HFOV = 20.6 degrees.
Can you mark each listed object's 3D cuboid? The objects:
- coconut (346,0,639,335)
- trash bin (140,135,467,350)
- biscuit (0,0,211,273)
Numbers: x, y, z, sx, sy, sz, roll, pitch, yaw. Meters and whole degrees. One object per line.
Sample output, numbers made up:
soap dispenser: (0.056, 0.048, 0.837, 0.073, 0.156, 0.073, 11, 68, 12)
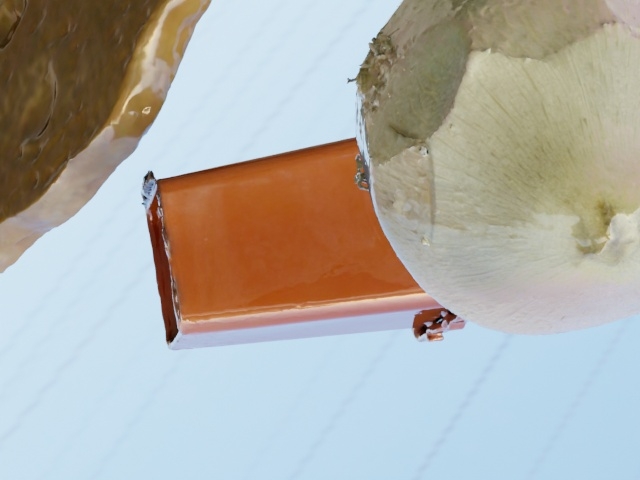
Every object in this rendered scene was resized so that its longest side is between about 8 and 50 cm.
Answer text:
coconut: (0.095, -0.041, 0.765, 0.171, 0.171, 0.183, -31, -158, 9)
trash bin: (0.000, 0.000, 1.251, 0.239, 0.161, 0.184, -8, 171, -13)
biscuit: (-0.217, -0.174, 1.451, 0.385, 0.062, 0.365, -45, -137, 25)
